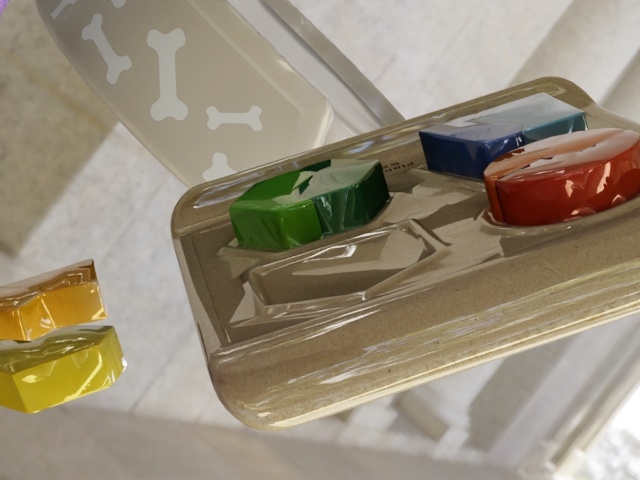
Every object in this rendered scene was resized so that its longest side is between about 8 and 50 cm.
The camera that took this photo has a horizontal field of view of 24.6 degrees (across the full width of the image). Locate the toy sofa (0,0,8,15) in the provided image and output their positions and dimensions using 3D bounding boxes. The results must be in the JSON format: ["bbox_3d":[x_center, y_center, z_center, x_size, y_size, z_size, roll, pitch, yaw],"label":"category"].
[{"bbox_3d":[-0.155,-0.037,0.385,0.150,0.362,0.177,0,47,-35],"label":"toy sofa"}]

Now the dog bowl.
[{"bbox_3d":[-0.047,-0.103,0.993,0.349,0.102,0.349,43,9,-9],"label":"dog bowl"}]

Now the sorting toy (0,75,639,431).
[{"bbox_3d":[0.000,0.000,0.592,0.229,0.307,0.041,-121,-166,-69],"label":"sorting toy"}]
